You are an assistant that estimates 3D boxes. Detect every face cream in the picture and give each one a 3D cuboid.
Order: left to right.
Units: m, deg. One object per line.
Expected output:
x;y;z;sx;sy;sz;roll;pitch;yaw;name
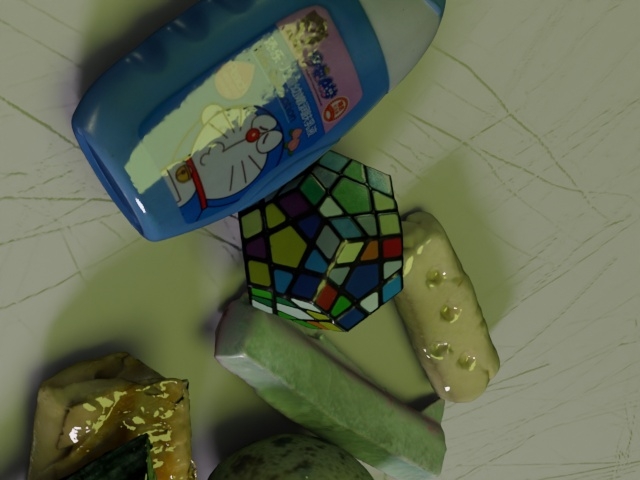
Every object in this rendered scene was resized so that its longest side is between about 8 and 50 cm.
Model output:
-0.029;-0.109;1.102;0.264;0.083;0.149;-36;135;-11;face cream

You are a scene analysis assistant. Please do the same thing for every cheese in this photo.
0.095;0.056;1.342;0.065;0.043;0.194;-40;134;-14;cheese

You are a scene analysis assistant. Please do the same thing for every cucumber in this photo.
-0.188;0.212;1.174;0.220;0.046;0.070;-29;127;17;cucumber

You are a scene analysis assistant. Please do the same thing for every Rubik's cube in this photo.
0.000;0.000;1.180;0.133;0.112;0.133;-18;129;-24;Rubik's cube

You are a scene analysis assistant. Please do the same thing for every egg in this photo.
-0.018;0.218;1.300;0.141;0.141;0.181;-56;158;9;egg

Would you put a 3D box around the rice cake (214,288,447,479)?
0.014;0.115;1.324;0.290;0.051;0.081;36;62;-46;rice cake

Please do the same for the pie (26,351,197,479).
-0.154;0.205;1.238;0.128;0.068;0.282;-4;122;-16;pie
